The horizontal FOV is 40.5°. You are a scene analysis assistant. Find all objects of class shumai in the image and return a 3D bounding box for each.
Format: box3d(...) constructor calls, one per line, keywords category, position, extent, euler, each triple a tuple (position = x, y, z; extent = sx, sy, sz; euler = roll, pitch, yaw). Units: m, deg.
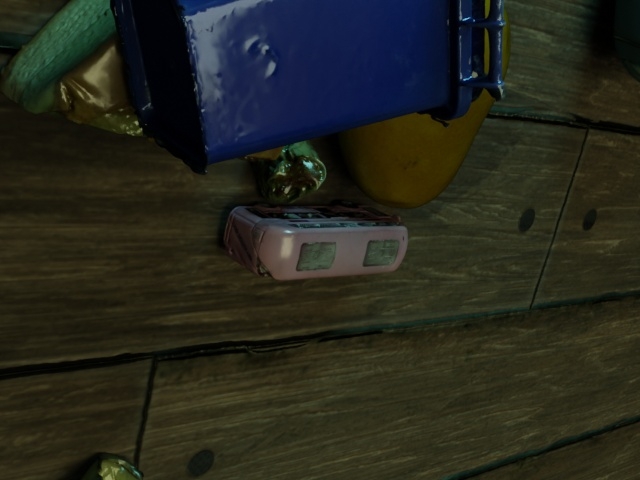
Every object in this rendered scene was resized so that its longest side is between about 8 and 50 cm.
box3d(category="shumai", position=(-0.020, -0.070, 0.842), extent=(0.082, 0.080, 0.083), euler=(25, 91, -49))

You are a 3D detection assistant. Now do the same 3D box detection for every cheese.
box3d(category="cheese", position=(-0.221, 0.242, 0.848), extent=(0.060, 0.041, 0.084), euler=(-53, 152, 2))

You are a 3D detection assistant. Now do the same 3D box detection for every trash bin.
box3d(category="trash bin", position=(-0.006, -0.144, 0.595), extent=(0.234, 0.184, 0.163), euler=(-22, 124, -26))

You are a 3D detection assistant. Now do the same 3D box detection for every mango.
box3d(category="mango", position=(0.095, -0.147, 0.868), extent=(0.175, 0.139, 0.255), euler=(1, 117, -36))

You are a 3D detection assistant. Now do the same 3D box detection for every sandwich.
box3d(category="sandwich", position=(-0.117, -0.172, 0.680), extent=(0.220, 0.108, 0.186), euler=(3, 109, -41))

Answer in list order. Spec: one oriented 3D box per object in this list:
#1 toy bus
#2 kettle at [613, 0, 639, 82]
box3d(category="toy bus", position=(0.000, 0.000, 0.891), extent=(0.203, 0.090, 0.063), euler=(-3, 113, -43))
box3d(category="kettle", position=(0.504, -0.351, 1.099), extent=(0.342, 0.247, 0.319), euler=(-66, 163, 17))
